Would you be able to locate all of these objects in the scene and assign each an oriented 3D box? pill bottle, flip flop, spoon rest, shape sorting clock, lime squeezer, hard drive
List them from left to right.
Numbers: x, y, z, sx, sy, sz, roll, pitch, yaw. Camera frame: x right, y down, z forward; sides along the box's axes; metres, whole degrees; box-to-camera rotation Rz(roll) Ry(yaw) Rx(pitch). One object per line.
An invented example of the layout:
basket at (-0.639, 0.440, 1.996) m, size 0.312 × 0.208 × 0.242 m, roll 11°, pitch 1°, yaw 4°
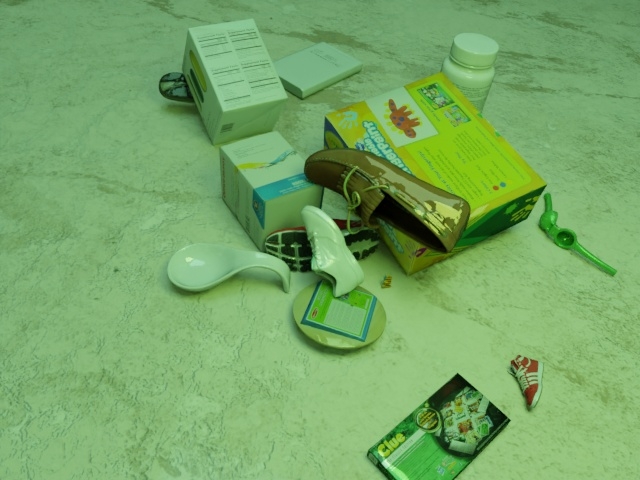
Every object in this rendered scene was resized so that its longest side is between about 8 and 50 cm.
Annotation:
flip flop at (-0.357, -0.444, 1.721) m, size 0.277 × 0.080 × 0.112 m, roll 8°, pitch 75°, yaw -11°
spoon rest at (-0.204, 0.061, 1.250) m, size 0.276 × 0.084 × 0.137 m, roll 4°, pitch 45°, yaw -4°
hard drive at (-0.028, -0.603, 1.951) m, size 0.203 × 0.040 × 0.307 m, roll 36°, pitch 52°, yaw 26°
shape sorting clock at (0.041, 0.159, 1.214) m, size 0.206 × 0.040 × 0.206 m, roll 9°, pitch 37°, yaw -7°
pill bottle at (0.440, -0.475, 1.715) m, size 0.160 × 0.283 × 0.160 m, roll 4°, pitch 46°, yaw -4°
lime squeezer at (0.644, -0.021, 1.472) m, size 0.110 × 0.059 × 0.310 m, roll 17°, pitch 35°, yaw -35°

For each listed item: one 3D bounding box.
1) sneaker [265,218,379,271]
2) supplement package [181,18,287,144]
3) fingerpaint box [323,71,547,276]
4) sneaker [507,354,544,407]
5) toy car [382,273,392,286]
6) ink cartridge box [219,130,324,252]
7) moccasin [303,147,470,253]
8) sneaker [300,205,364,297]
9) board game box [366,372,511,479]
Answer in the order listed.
sneaker at (0.000, 0.000, 1.346) m, size 0.279 × 0.107 × 0.118 m, roll -3°, pitch 28°, yaw -15°
supplement package at (-0.252, -0.451, 1.597) m, size 0.198 × 0.199 × 0.263 m, roll -19°, pitch 80°, yaw -24°
fingerpaint box at (0.269, -0.184, 1.426) m, size 0.371 × 0.163 × 0.445 m, roll -24°, pitch 61°, yaw -16°
sneaker at (0.416, 0.284, 1.139) m, size 0.067 × 0.042 × 0.118 m, roll 22°, pitch 40°, yaw 9°
toy car at (0.106, 0.074, 1.304) m, size 0.122 × 0.041 × 0.060 m, roll 6°, pitch 24°, yaw -13°
ink cartridge box at (-0.126, -0.127, 1.381) m, size 0.168 × 0.171 × 0.233 m, roll -21°, pitch 52°, yaw -26°
moccasin at (0.125, -0.084, 1.204) m, size 0.380 × 0.139 × 0.147 m, roll 30°, pitch 65°, yaw 12°
sneaker at (0.007, 0.025, 1.219) m, size 0.094 × 0.080 × 0.212 m, roll -34°, pitch 91°, yaw -23°
board game box at (0.225, 0.368, 1.043) m, size 0.259 × 0.030 × 0.136 m, roll -29°, pitch 58°, yaw -30°
